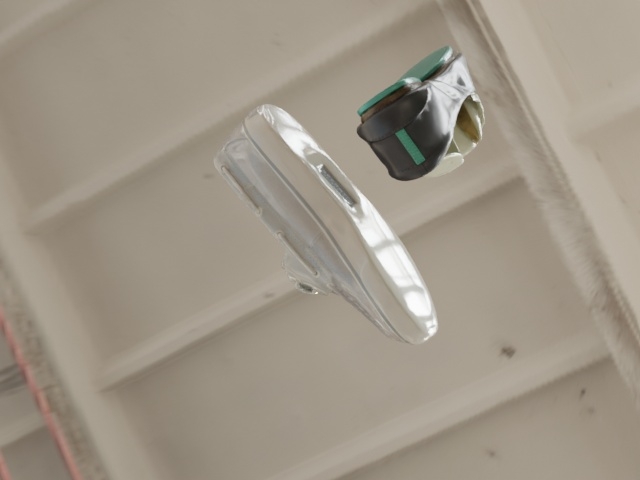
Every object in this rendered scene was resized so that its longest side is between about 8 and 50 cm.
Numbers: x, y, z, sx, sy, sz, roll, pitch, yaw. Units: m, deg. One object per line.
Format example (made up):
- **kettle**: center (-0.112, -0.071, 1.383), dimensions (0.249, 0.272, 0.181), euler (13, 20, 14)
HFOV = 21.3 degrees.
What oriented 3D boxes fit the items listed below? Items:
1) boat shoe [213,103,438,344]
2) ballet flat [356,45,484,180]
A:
- **boat shoe**: center (0.000, 0.000, 1.088), dimensions (0.063, 0.066, 0.184), euler (-41, -91, 23)
- **ballet flat**: center (0.069, -0.077, 1.100), dimensions (0.074, 0.203, 0.074), euler (3, -77, 11)
